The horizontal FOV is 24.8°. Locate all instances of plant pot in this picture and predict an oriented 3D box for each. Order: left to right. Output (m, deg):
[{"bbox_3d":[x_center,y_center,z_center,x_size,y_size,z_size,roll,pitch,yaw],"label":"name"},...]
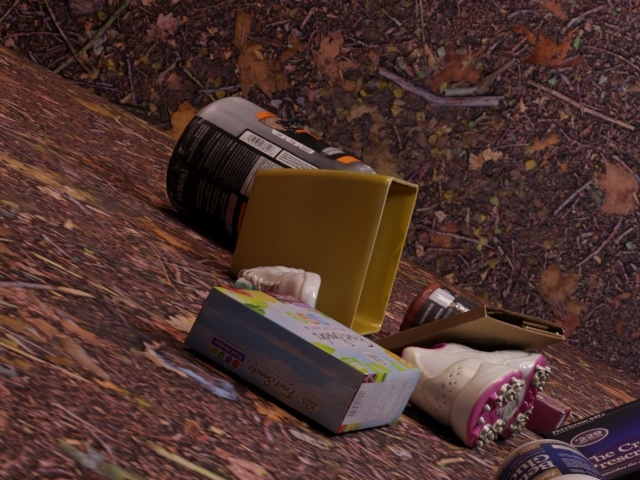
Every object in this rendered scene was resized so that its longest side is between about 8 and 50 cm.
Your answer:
[{"bbox_3d":[0.000,0.000,1.943,0.187,0.212,0.212,16,3,14],"label":"plant pot"}]

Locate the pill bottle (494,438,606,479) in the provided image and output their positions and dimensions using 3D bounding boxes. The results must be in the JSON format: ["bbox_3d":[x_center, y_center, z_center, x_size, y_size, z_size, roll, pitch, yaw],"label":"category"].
[{"bbox_3d":[0.205,0.233,1.221,0.094,0.094,0.169,27,5,-7],"label":"pill bottle"}]

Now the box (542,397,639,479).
[{"bbox_3d":[0.370,0.210,1.411,0.184,0.261,0.103,-128,-162,-83],"label":"box"}]

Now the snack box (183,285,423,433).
[{"bbox_3d":[-0.010,0.115,1.416,0.174,0.070,0.207,29,7,19],"label":"snack box"}]

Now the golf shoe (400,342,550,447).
[{"bbox_3d":[0.180,0.163,1.703,0.140,0.115,0.306,26,3,20],"label":"golf shoe"}]

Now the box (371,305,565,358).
[{"bbox_3d":[0.165,0.123,1.743,0.201,0.021,0.164,-20,-24,38],"label":"box"}]

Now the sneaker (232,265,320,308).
[{"bbox_3d":[-0.057,0.066,1.724,0.094,0.080,0.212,14,1,-10],"label":"sneaker"}]

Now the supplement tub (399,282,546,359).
[{"bbox_3d":[0.216,0.147,2.038,0.198,0.106,0.106,29,5,20],"label":"supplement tub"}]

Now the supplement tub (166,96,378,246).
[{"bbox_3d":[-0.048,-0.062,2.192,0.338,0.207,0.207,30,6,24],"label":"supplement tub"}]

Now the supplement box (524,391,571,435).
[{"bbox_3d":[0.300,0.234,1.953,0.055,0.043,0.083,29,5,17],"label":"supplement box"}]
